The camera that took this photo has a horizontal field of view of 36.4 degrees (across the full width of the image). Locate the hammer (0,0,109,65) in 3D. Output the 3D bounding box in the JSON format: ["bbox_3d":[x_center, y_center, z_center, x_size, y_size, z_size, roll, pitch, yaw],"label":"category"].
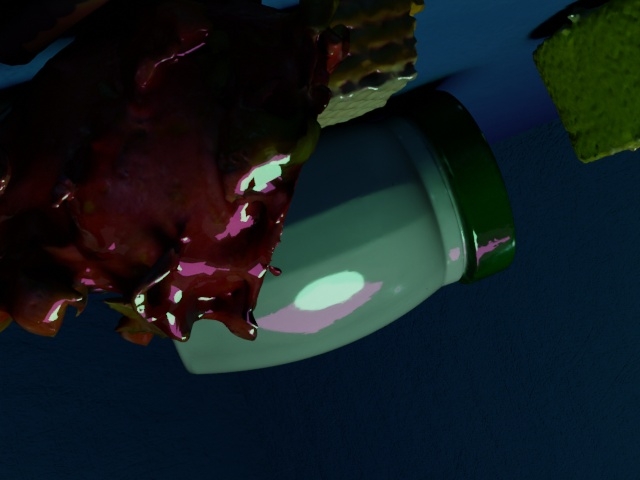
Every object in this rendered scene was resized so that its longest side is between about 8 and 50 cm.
[{"bbox_3d":[-0.044,-0.100,0.297,0.201,0.021,0.078,-21,179,41],"label":"hammer"}]

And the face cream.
[{"bbox_3d":[0.000,0.000,1.019,0.357,0.219,0.312,-21,179,-9],"label":"face cream"}]

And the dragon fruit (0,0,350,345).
[{"bbox_3d":[-0.073,-0.022,0.381,0.208,0.150,0.133,-26,172,-1],"label":"dragon fruit"}]

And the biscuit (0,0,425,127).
[{"bbox_3d":[-0.114,-0.053,0.506,0.379,0.054,0.094,-20,180,-18],"label":"biscuit"}]

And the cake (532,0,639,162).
[{"bbox_3d":[0.308,-0.158,0.848,0.179,0.156,0.260,-27,179,-14],"label":"cake"}]
